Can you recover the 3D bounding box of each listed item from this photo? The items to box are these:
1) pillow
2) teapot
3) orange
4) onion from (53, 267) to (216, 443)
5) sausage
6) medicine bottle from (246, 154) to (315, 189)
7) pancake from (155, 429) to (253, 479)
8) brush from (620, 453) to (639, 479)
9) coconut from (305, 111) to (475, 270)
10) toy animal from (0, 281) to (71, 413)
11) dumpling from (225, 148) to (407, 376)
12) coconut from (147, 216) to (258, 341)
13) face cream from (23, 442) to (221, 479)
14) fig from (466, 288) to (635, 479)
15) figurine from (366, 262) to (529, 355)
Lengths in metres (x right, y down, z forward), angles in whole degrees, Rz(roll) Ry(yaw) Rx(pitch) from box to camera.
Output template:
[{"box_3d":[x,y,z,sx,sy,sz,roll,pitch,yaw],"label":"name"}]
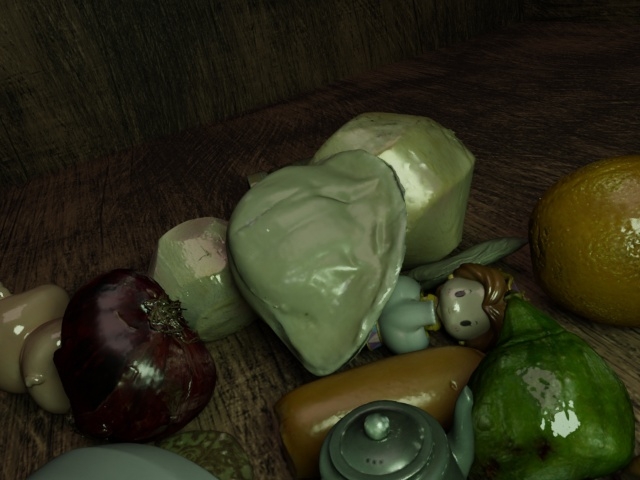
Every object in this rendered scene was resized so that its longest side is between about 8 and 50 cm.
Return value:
[{"box_3d":[0.269,0.043,1.015,0.229,0.050,0.148,-23,2,-18],"label":"pillow"},{"box_3d":[0.059,0.232,0.526,0.239,0.149,0.162,-23,30,-16],"label":"teapot"},{"box_3d":[0.461,0.001,0.816,0.273,0.275,0.274,-11,28,6],"label":"orange"},{"box_3d":[-0.295,0.177,0.831,0.280,0.281,0.221,0,6,23],"label":"onion"},{"box_3d":[0.114,0.221,0.745,0.353,0.116,0.134,-15,16,-11],"label":"sausage"},{"box_3d":[-0.023,-0.144,1.418,0.322,0.151,0.151,-17,28,-7],"label":"medicine bottle"},{"box_3d":[-0.198,0.353,0.722,0.211,0.029,0.235,17,40,43],"label":"pancake"},{"box_3d":[0.334,0.296,0.465,0.166,0.175,0.267,-24,15,-1],"label":"brush"},{"box_3d":[0.145,-0.092,1.085,0.352,0.353,0.353,-11,28,6],"label":"coconut"},{"box_3d":[-0.493,0.201,0.961,0.229,0.210,0.221,3,18,-28],"label":"toy animal"},{"box_3d":[0.000,0.000,0.844,0.315,0.233,0.395,-43,42,24],"label":"dumpling"},{"box_3d":[-0.215,0.063,1.029,0.227,0.227,0.230,-24,60,-18],"label":"coconut"},{"box_3d":[-0.199,0.347,0.474,0.356,0.313,0.219,-13,-17,31],"label":"face cream"},{"box_3d":[0.244,0.162,0.630,0.202,0.203,0.236,-11,67,4],"label":"fig"},{"box_3d":[0.202,0.113,0.862,0.263,0.142,0.189,-10,-5,13],"label":"figurine"}]
